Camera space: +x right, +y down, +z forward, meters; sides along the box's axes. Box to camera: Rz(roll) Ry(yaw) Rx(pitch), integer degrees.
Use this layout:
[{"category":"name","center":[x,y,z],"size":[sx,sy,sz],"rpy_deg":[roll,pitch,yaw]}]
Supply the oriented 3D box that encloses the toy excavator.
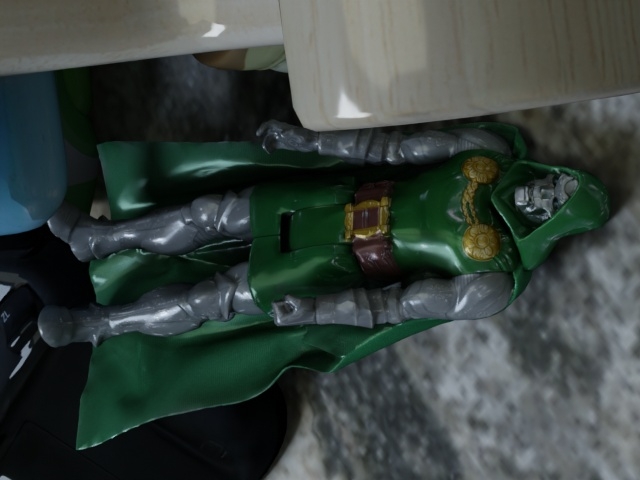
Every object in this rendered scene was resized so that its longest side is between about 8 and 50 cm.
[{"category":"toy excavator","center":[-0.137,-0.076,0.590],"size":[0.433,0.445,0.222],"rpy_deg":[-152,53,-79]}]

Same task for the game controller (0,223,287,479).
[{"category":"game controller","center":[-0.143,0.129,0.844],"size":[0.166,0.067,0.319],"rpy_deg":[28,129,-9]}]

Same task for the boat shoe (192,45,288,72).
[{"category":"boat shoe","center":[0.039,-0.180,0.619],"size":[0.285,0.089,0.104],"rpy_deg":[-55,44,34]}]

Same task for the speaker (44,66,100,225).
[{"category":"speaker","center":[-0.171,-0.150,0.804],"size":[0.131,0.131,0.296],"rpy_deg":[7,103,45]}]

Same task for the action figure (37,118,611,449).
[{"category":"action figure","center":[0.000,0.000,0.669],"size":[0.232,0.063,0.137],"rpy_deg":[-10,70,23]}]
